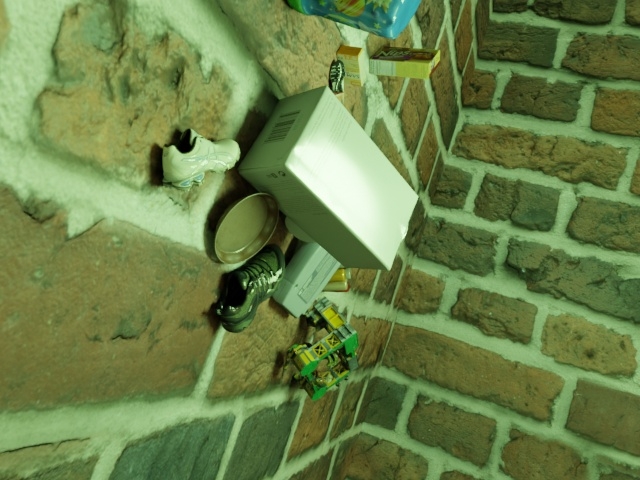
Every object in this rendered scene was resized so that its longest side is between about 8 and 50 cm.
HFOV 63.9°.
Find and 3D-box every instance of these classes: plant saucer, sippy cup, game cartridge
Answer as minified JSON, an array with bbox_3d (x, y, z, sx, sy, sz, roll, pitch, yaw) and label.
[{"bbox_3d":[-0.156,-0.029,1.050,0.168,0.029,0.168,-38,149,-29],"label":"plant saucer"},{"bbox_3d":[0.086,-0.517,0.999,0.305,0.224,0.240,-50,167,-43],"label":"sippy cup"},{"bbox_3d":[-0.015,0.068,1.421,0.294,0.060,0.196,-53,159,-12],"label":"game cartridge"}]

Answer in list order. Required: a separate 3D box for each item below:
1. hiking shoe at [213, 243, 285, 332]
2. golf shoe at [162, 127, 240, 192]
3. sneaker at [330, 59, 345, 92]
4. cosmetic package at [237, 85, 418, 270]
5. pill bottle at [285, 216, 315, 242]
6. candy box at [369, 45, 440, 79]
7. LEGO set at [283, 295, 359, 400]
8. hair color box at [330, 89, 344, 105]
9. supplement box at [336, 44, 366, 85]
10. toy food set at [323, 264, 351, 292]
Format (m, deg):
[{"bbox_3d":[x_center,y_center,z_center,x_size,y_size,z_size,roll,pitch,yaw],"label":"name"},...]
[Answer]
[{"bbox_3d":[-0.150,0.090,1.129,0.114,0.086,0.226,79,35,-57],"label":"hiking shoe"},{"bbox_3d":[-0.197,-0.152,0.863,0.176,0.069,0.085,-49,142,-50],"label":"golf shoe"},{"bbox_3d":[0.043,-0.411,1.328,0.043,0.040,0.109,-97,-171,-68],"label":"sneaker"},{"bbox_3d":[0.036,-0.119,1.129,0.385,0.156,0.217,45,60,-36],"label":"cosmetic package"},{"bbox_3d":[0.010,-0.114,1.312,0.245,0.137,0.136,-59,155,-34],"label":"pill bottle"},{"bbox_3d":[0.254,-0.538,1.545,0.109,0.187,0.053,-54,149,-40],"label":"candy box"},{"bbox_3d":[-0.013,0.330,1.614,0.255,0.192,0.331,-38,147,-9],"label":"LEGO set"},{"bbox_3d":[0.001,-0.313,1.259,0.167,0.054,0.093,-42,142,-56],"label":"hair color box"},{"bbox_3d":[0.082,-0.457,1.345,0.098,0.062,0.036,72,38,-55],"label":"supplement box"},{"bbox_3d":[0.038,0.106,1.655,0.232,0.105,0.111,-69,154,-70],"label":"toy food set"}]
